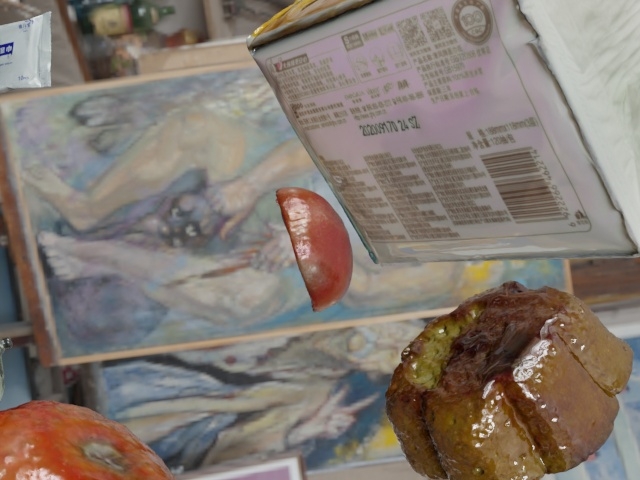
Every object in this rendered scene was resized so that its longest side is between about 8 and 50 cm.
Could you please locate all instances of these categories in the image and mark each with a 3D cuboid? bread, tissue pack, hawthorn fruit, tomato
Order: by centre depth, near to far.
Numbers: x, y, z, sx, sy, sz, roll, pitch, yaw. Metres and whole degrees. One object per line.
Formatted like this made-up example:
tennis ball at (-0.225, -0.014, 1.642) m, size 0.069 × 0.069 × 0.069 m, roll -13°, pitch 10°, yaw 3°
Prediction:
tissue pack at (0.093, -0.089, 0.547) m, size 0.225 × 0.124 × 0.185 m, roll -3°, pitch -59°, yaw 55°
hawthorn fruit at (-0.207, 0.193, 0.643) m, size 0.243 × 0.207 × 0.207 m, roll 46°, pitch -20°, yaw 29°
bread at (0.178, 0.154, 0.943) m, size 0.232 × 0.246 × 0.135 m, roll -6°, pitch -56°, yaw 51°
tomato at (0.000, 0.000, 1.096) m, size 0.155 × 0.069 × 0.155 m, roll -19°, pitch 90°, yaw -87°
tissue pack at (-0.486, -0.266, 1.366) m, size 0.026 × 0.193 × 0.122 m, roll 42°, pitch 41°, yaw -66°

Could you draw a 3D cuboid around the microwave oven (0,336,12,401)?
microwave oven at (-0.594, 0.025, 1.244) m, size 0.394 × 0.247 × 0.333 m, roll 83°, pitch -14°, yaw -44°
